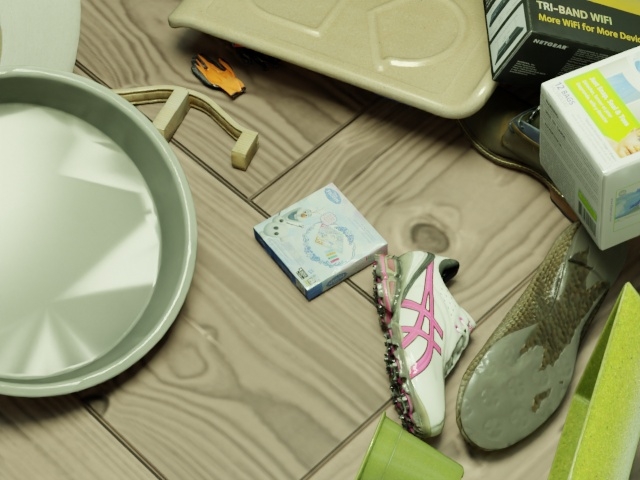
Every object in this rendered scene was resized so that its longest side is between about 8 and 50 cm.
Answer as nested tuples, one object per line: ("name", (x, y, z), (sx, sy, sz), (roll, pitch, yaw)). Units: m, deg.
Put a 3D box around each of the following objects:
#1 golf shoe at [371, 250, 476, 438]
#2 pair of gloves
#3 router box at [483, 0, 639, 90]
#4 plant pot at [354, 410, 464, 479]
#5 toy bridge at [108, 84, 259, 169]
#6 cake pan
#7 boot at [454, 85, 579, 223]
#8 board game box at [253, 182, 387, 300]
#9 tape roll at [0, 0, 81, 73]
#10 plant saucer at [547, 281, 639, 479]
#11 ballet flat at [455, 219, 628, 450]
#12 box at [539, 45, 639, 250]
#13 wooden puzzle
("golf shoe", (0.094, 0.083, 1.311), (0.086, 0.067, 0.186), (-5, 53, -2))
("pair of gloves", (-0.086, -0.181, 1.550), (0.083, 0.010, 0.074), (-35, 58, -24))
("router box", (0.303, -0.238, 1.446), (0.309, 0.081, 0.242), (9, 57, -20))
("plant pot", (0.071, 0.191, 1.234), (0.079, 0.083, 0.083), (23, 57, 3))
("toy bridge", (-0.146, -0.123, 1.501), (0.188, 0.026, 0.063), (17, 54, 15))
("cake pan", (-0.255, -0.006, 1.330), (0.293, 0.054, 0.293), (5, 76, -18))
("boot", (0.203, -0.112, 1.423), (0.082, 0.106, 0.219), (-37, 60, -21))
("board game box", (0.000, 0.000, 1.406), (0.090, 0.020, 0.090), (-30, 58, -17))
("tape roll", (-0.380, -0.160, 1.314), (0.392, 0.392, 0.072), (-40, 54, -23))
("plant saucer", (0.213, 0.157, 1.179), (0.045, 0.188, 0.188), (19, 57, 8))
("ballet flat", (0.187, 0.079, 1.322), (0.084, 0.058, 0.250), (39, 65, -12))
("box", (0.297, -0.096, 1.271), (0.203, 0.103, 0.114), (-21, 53, -9))
("wooden puzzle", (0.068, -0.258, 1.551), (0.348, 0.080, 0.322), (18, 52, 22))
